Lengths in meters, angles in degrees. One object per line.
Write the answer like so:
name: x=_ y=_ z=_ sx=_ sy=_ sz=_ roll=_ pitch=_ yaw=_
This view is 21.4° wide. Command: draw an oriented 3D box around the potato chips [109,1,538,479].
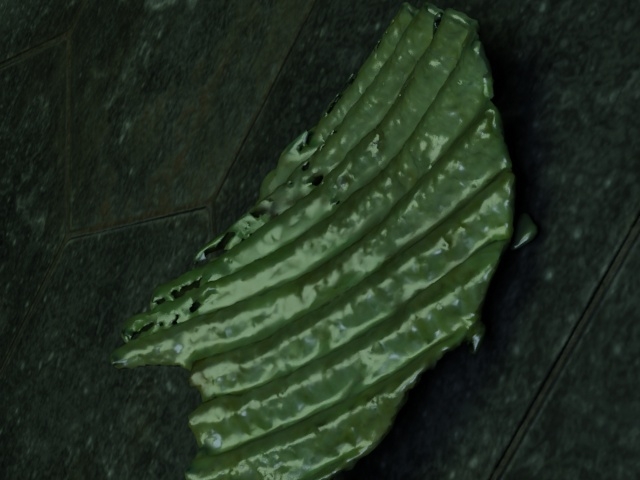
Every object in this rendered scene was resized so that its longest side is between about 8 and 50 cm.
potato chips: x=0.006 y=-0.006 z=1.295 sx=0.389 sy=0.097 sz=0.373 roll=-51 pitch=31 yaw=7
